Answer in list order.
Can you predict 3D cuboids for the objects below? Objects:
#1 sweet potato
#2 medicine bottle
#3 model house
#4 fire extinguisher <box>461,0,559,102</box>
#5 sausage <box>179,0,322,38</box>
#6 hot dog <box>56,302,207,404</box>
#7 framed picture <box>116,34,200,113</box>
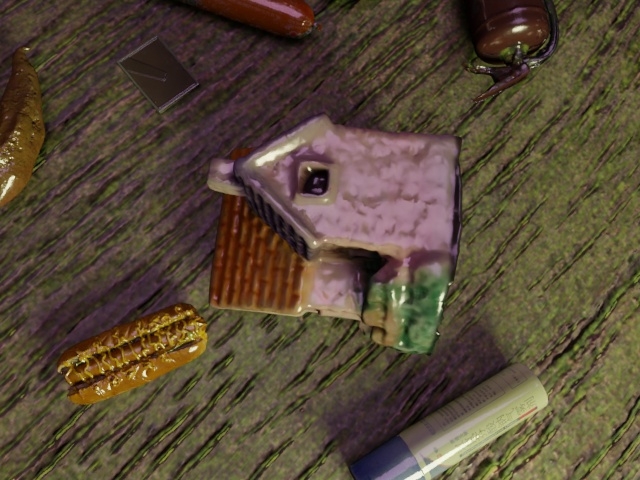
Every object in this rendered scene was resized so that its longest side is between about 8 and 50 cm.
[{"bbox_3d":[-0.352,-0.133,0.646,0.059,0.068,0.206,7,70,-29],"label":"sweet potato"},{"bbox_3d":[0.144,0.218,0.622,0.230,0.059,0.059,-28,82,-10],"label":"medicine bottle"},{"bbox_3d":[0.000,0.000,0.571,0.237,0.237,0.203,8,84,1],"label":"model house"},{"bbox_3d":[0.218,-0.349,0.729,0.141,0.105,0.342,-9,78,11],"label":"fire extinguisher"},{"bbox_3d":[-0.163,-0.329,0.710,0.347,0.053,0.053,20,77,-2],"label":"sausage"},{"bbox_3d":[-0.203,0.124,0.615,0.165,0.045,0.071,-22,79,-9],"label":"hot dog"},{"bbox_3d":[-0.206,-0.212,0.705,0.066,0.007,0.089,-40,84,-11],"label":"framed picture"}]
